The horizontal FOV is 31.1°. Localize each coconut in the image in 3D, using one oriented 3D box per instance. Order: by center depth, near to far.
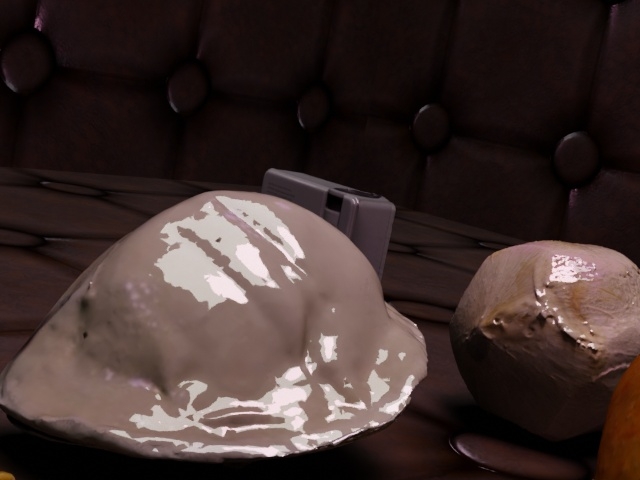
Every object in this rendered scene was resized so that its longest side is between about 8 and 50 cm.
[{"bbox_3d":[0.260,0.111,1.288,0.230,0.227,0.227,-4,16,-40],"label":"coconut"}]

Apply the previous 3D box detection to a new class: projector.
[{"bbox_3d":[0.000,0.000,1.799,0.099,0.191,0.257,4,10,-36],"label":"projector"}]

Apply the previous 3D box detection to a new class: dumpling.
[{"bbox_3d":[-0.070,0.092,1.004,0.395,0.233,0.316,-14,25,-38],"label":"dumpling"}]

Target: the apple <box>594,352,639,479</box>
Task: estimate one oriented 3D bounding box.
[{"bbox_3d":[0.324,0.173,0.724,0.275,0.298,0.299,2,3,28],"label":"apple"}]

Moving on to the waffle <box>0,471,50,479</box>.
[{"bbox_3d":[-0.248,0.182,0.736,0.192,0.046,0.160,11,6,-2],"label":"waffle"}]
